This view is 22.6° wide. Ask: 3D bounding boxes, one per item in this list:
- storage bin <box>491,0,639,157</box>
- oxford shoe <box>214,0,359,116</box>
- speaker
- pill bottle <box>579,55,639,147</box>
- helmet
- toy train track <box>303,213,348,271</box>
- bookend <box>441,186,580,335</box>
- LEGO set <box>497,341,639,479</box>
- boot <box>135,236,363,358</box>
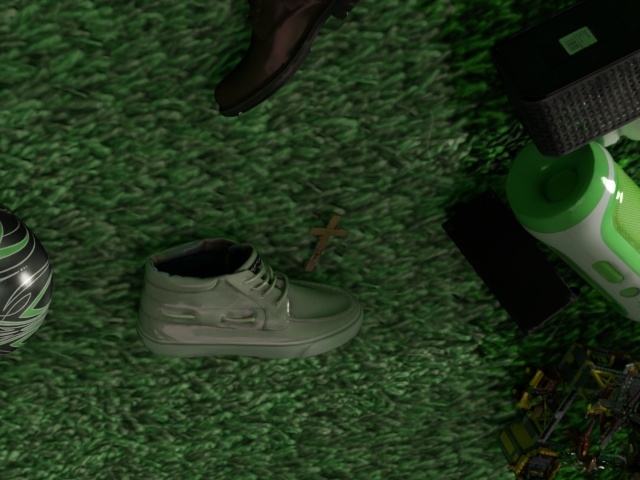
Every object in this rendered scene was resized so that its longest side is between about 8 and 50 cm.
[{"bbox_3d":[0.286,-0.183,1.685,0.180,0.122,0.084,-26,131,2],"label":"storage bin"},{"bbox_3d":[-0.043,-0.221,1.576,0.096,0.083,0.227,34,108,-17],"label":"oxford shoe"},{"bbox_3d":[0.328,-0.010,1.813,0.131,0.131,0.296,-41,137,12],"label":"speaker"},{"bbox_3d":[0.365,-0.163,1.756,0.152,0.086,0.086,-26,130,-1],"label":"pill bottle"},{"bbox_3d":[-0.351,0.044,1.589,0.169,0.161,0.169,-10,128,-13],"label":"helmet"},{"bbox_3d":[0.000,0.000,1.788,0.048,0.014,0.083,4,130,-32],"label":"toy train track"},{"bbox_3d":[0.222,0.023,1.838,0.072,0.156,0.157,-38,173,9],"label":"bookend"},{"bbox_3d":[0.408,0.274,2.031,0.331,0.192,0.255,21,115,-32],"label":"LEGO set"},{"bbox_3d":[-0.070,0.058,1.749,0.258,0.095,0.123,-5,134,-16],"label":"boot"}]
